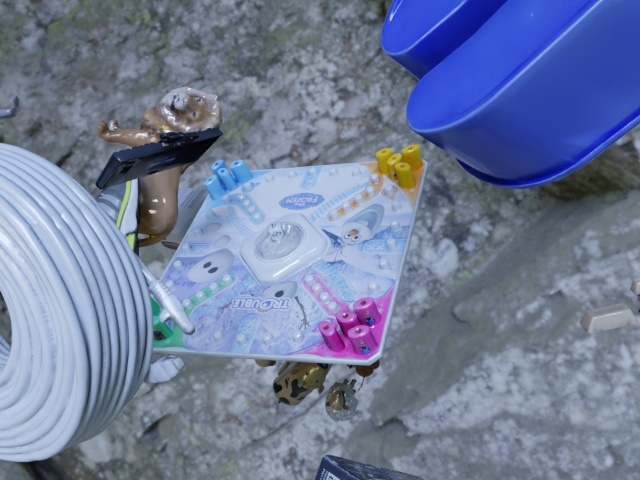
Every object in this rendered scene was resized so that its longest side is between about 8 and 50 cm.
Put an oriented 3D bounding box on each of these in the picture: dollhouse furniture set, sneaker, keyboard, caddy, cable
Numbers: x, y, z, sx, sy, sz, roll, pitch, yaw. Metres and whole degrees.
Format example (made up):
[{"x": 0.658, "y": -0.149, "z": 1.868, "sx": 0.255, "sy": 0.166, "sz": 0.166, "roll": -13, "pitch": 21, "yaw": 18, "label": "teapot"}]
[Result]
[{"x": 0.403, "y": 0.113, "z": 0.847, "sx": 0.114, "sy": 0.081, "sz": 0.091, "roll": -13, "pitch": 21, "yaw": 5, "label": "dollhouse furniture set"}, {"x": -0.401, "y": -0.049, "z": 1.180, "sx": 0.121, "sy": 0.300, "sz": 0.111, "roll": 1, "pitch": -39, "yaw": -14, "label": "sneaker"}, {"x": -0.211, "y": -0.122, "z": 0.855, "sx": 0.108, "sy": 0.023, "sz": 0.180, "roll": -34, "pitch": -3, "yaw": 42, "label": "keyboard"}, {"x": 0.217, "y": -0.202, "z": 0.568, "sx": 0.179, "sy": 0.241, "sz": 0.341, "roll": 16, "pitch": -43, "yaw": -34, "label": "caddy"}, {"x": -0.257, "y": 0.054, "z": 0.502, "sx": 0.257, "sy": 0.257, "sz": 0.089, "roll": -36, "pitch": 1, "yaw": 27, "label": "cable"}]

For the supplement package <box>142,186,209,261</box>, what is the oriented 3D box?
[{"x": -0.338, "y": -0.024, "z": 1.673, "sx": 0.203, "sy": 0.194, "sz": 0.149, "roll": 7, "pitch": 57, "yaw": 42, "label": "supplement package"}]

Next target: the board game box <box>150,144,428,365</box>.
[{"x": -0.062, "y": 0.001, "z": 0.948, "sx": 0.390, "sy": 0.050, "sz": 0.390, "roll": -1, "pitch": 45, "yaw": 23, "label": "board game box"}]

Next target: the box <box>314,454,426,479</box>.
[{"x": 0.096, "y": 0.435, "z": 0.669, "sx": 0.294, "sy": 0.183, "sz": 0.296, "roll": 8, "pitch": 76, "yaw": 60, "label": "box"}]

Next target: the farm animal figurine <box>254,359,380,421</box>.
[{"x": -0.045, "y": 0.280, "z": 1.460, "sx": 0.172, "sy": 0.330, "sz": 0.326, "roll": -55, "pitch": -13, "yaw": -45, "label": "farm animal figurine"}]

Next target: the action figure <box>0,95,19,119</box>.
[{"x": -0.748, "y": -0.122, "z": 1.222, "sx": 0.330, "sy": 0.341, "sz": 0.178, "roll": -4, "pitch": 0, "yaw": -6, "label": "action figure"}]

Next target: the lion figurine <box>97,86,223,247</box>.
[{"x": -0.345, "y": -0.130, "z": 1.318, "sx": 0.240, "sy": 0.392, "sz": 0.142, "roll": 10, "pitch": 8, "yaw": -1, "label": "lion figurine"}]
